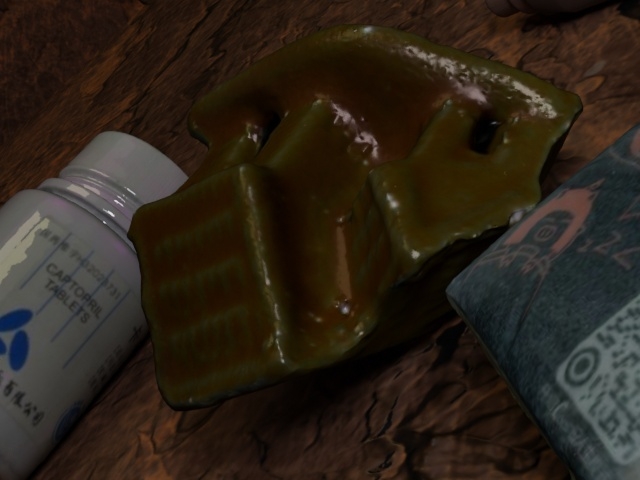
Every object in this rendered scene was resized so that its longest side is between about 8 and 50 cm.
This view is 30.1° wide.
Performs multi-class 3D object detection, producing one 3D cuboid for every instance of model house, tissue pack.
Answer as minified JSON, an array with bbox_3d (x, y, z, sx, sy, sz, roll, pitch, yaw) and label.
[{"bbox_3d":[0.004,-0.006,0.734,0.268,0.173,0.239,-22,27,44],"label":"model house"},{"bbox_3d":[0.217,-0.011,0.488,0.316,0.103,0.228,-39,23,6],"label":"tissue pack"}]

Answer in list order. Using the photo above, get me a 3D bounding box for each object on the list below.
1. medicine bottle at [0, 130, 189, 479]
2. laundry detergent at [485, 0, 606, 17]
[{"bbox_3d":[-0.233,0.052,1.022,0.170,0.170,0.293,-8,39,54],"label":"medicine bottle"},{"bbox_3d":[0.246,-0.258,0.951,0.237,0.076,0.171,-17,31,49],"label":"laundry detergent"}]
